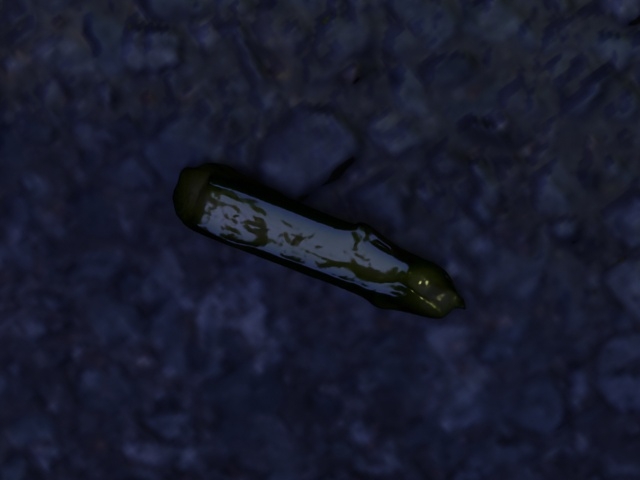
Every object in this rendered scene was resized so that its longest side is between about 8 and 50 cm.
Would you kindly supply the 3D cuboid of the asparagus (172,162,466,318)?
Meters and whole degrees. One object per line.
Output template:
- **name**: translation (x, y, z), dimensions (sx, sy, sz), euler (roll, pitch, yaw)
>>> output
- **asparagus**: translation (0.000, 0.001, 0.557), dimensions (0.108, 0.021, 0.025), euler (23, 97, 3)
